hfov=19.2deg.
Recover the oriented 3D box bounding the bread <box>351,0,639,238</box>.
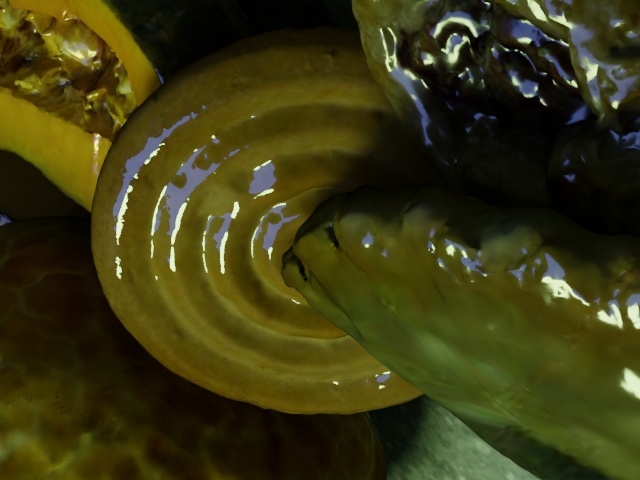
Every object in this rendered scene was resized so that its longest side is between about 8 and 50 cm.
[{"bbox_3d":[0.110,-0.091,0.881,0.230,0.123,0.230,38,150,27],"label":"bread"}]

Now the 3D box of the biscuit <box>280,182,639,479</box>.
[{"bbox_3d":[0.125,0.065,0.937,0.335,0.078,0.329,18,162,35],"label":"biscuit"}]

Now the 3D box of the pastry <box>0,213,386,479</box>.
[{"bbox_3d":[-0.134,0.154,1.253,0.312,0.388,0.388,-40,88,25],"label":"pastry"}]

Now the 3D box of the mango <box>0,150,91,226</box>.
[{"bbox_3d":[-0.242,-0.005,1.465,0.252,0.126,0.154,44,139,1],"label":"mango"}]

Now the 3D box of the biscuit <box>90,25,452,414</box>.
[{"bbox_3d":[0.000,0.001,1.049,0.037,0.262,0.262,-94,-8,-53],"label":"biscuit"}]

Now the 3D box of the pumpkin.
[{"bbox_3d":[-0.129,-0.109,1.178,0.317,0.139,0.222,27,140,35],"label":"pumpkin"}]
